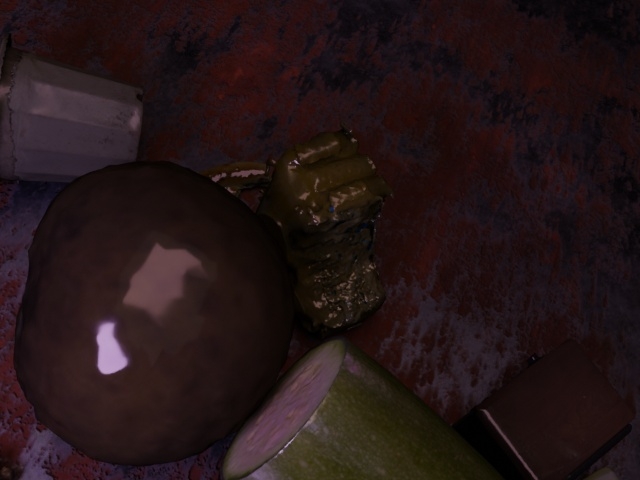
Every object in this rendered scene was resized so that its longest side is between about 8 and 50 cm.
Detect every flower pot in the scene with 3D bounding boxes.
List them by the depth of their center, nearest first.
[{"bbox_3d":[-0.461,-0.204,1.273,0.259,0.290,0.290,8,58,-23],"label":"flower pot"}]

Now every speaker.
[{"bbox_3d":[0.365,0.308,1.194,0.231,0.153,0.192,-29,70,-24],"label":"speaker"}]

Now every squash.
[{"bbox_3d":[0.089,0.345,0.997,0.384,0.263,0.263,42,59,-8],"label":"squash"}]

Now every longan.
[{"bbox_3d":[-0.231,0.102,1.041,0.404,0.404,0.435,11,74,-6],"label":"longan"}]

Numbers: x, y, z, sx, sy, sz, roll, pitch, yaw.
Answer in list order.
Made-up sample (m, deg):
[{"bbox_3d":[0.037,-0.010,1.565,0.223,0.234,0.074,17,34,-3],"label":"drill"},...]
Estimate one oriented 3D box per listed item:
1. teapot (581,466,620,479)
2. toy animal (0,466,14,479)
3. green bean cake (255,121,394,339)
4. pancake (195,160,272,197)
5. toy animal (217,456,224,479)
[{"bbox_3d":[0.479,0.521,1.056,0.240,0.239,0.321,-25,73,-9],"label":"teapot"},{"bbox_3d":[-0.530,0.340,1.035,0.214,0.093,0.186,4,55,-1],"label":"toy animal"},{"bbox_3d":[0.000,0.000,1.204,0.202,0.310,0.285,-21,64,-24],"label":"green bean cake"},{"bbox_3d":[-0.226,-0.036,1.327,0.197,0.054,0.376,35,61,8],"label":"pancake"},{"bbox_3d":[-0.081,0.397,1.095,0.188,0.089,0.179,40,65,12],"label":"toy animal"}]
